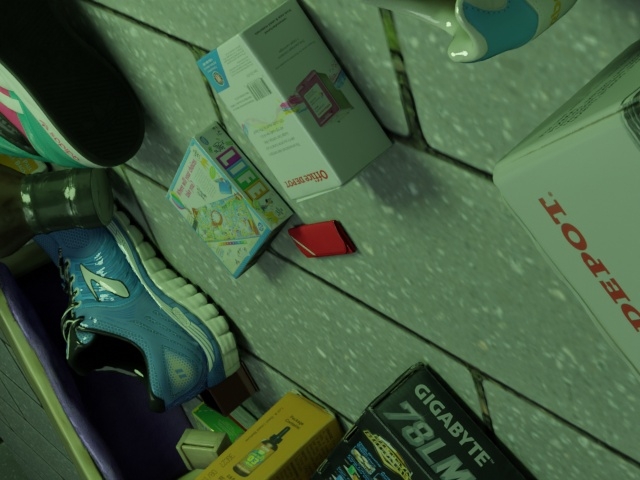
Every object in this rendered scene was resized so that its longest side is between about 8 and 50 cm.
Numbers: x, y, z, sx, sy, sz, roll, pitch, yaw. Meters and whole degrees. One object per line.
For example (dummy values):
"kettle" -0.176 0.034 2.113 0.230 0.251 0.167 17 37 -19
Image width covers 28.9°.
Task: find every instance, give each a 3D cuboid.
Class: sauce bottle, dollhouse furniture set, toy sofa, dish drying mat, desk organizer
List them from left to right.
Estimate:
"sauce bottle" -0.396 -0.024 1.336 0.111 0.344 0.111 -6 -90 -83
"toy sofa" -0.267 0.165 1.495 0.363 0.150 0.177 60 160 5
"desk organizer" -0.133 0.155 1.435 0.130 0.050 0.047 18 141 52
"dollhouse furniture set" -0.067 0.308 1.389 0.181 0.101 0.161 0 131 28
"dish drying mat" 0.000 0.000 1.011 0.032 0.008 0.083 57 157 -12

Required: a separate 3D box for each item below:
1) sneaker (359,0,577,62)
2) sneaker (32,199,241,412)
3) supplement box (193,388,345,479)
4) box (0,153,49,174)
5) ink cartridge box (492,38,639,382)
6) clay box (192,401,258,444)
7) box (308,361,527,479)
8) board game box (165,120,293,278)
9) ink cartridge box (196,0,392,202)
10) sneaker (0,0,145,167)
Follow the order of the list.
"sneaker" 0.026 -0.176 0.591 0.228 0.092 0.087 42 157 22
"sneaker" -0.243 0.060 1.372 0.330 0.147 0.130 41 155 23
"supplement box" -0.076 0.260 1.254 0.078 0.233 0.080 25 150 45
"box" -0.438 -0.051 1.490 0.114 0.203 0.103 49 159 11
"ink cartridge box" 0.217 -0.010 0.461 0.197 0.114 0.273 52 156 -6
"clay box" -0.085 0.294 1.553 0.127 0.053 0.222 36 153 31
"box" 0.130 0.274 1.104 0.295 0.073 0.293 47 156 10
"board game box" -0.083 -0.032 1.093 0.103 0.026 0.154 49 157 3
"ink cartridge box" -0.019 -0.093 0.849 0.122 0.052 0.088 56 157 -10
"sneaker" -0.298 -0.186 1.147 0.178 0.124 0.296 -7 122 52
